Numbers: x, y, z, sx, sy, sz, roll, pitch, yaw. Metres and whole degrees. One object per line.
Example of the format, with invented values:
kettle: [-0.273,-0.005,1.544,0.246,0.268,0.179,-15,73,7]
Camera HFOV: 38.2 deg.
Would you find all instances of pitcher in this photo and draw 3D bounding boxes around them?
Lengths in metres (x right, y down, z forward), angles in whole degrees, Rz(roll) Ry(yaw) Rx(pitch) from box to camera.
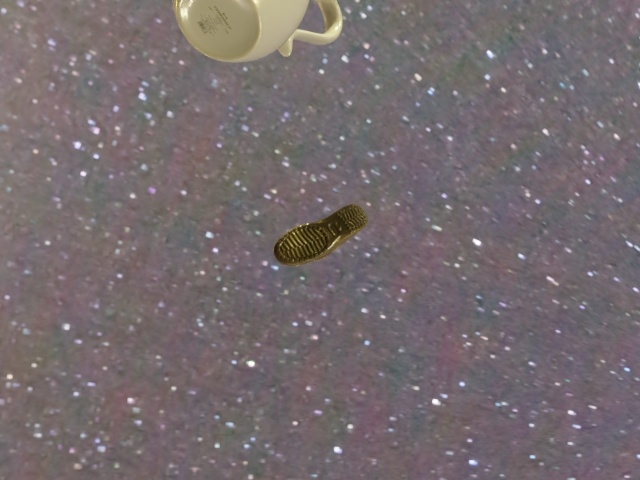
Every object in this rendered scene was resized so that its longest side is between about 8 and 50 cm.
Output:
pitcher: [-0.049,-0.243,0.917,0.125,0.178,0.207,-22,-152,33]

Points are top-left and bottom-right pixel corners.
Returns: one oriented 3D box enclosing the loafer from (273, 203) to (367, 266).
loafer: [0.000,0.000,1.291,0.148,0.050,0.056,-23,-107,-21]
